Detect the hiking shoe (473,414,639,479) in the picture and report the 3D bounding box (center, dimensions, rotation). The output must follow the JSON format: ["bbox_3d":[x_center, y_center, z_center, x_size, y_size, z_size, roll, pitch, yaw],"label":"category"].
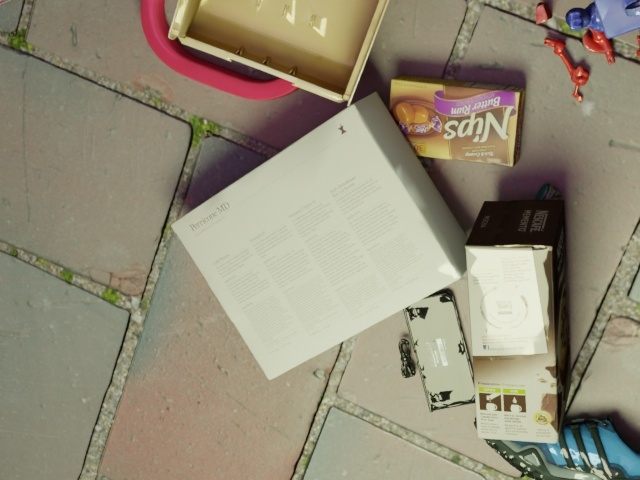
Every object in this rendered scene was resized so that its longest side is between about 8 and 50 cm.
[{"bbox_3d":[0.375,0.306,1.872,0.304,0.113,0.132,26,80,17],"label":"hiking shoe"}]

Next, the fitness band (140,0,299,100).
[{"bbox_3d":[-0.129,-0.325,1.890,0.290,0.054,0.209,22,112,13],"label":"fitness band"}]

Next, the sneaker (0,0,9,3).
[{"bbox_3d":[-0.480,-0.406,1.947,0.252,0.111,0.103,-19,97,21],"label":"sneaker"}]

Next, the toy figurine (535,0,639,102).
[{"bbox_3d":[0.445,-0.291,1.620,0.362,0.217,0.191,-13,99,21],"label":"toy figurine"}]

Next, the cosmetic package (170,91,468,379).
[{"bbox_3d":[0.000,0.000,1.877,0.377,0.097,0.284,-30,95,31],"label":"cosmetic package"}]

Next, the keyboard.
[{"bbox_3d":[0.168,0.169,1.932,0.108,0.023,0.180,-13,99,14],"label":"keyboard"}]

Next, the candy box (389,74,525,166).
[{"bbox_3d":[0.192,-0.171,1.821,0.186,0.053,0.109,9,107,18],"label":"candy box"}]

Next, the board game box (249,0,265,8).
[{"bbox_3d":[-0.108,-0.483,1.816,0.145,0.027,0.281,-33,83,8],"label":"board game box"}]

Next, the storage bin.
[{"bbox_3d":[-0.041,-0.342,1.717,0.262,0.123,0.260,20,113,-1],"label":"storage bin"}]

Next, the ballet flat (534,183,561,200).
[{"bbox_3d":[0.307,-0.028,1.830,0.041,0.041,0.114,37,113,6],"label":"ballet flat"}]

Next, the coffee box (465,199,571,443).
[{"bbox_3d":[0.279,0.109,1.776,0.118,0.168,0.297,1,114,17],"label":"coffee box"}]
